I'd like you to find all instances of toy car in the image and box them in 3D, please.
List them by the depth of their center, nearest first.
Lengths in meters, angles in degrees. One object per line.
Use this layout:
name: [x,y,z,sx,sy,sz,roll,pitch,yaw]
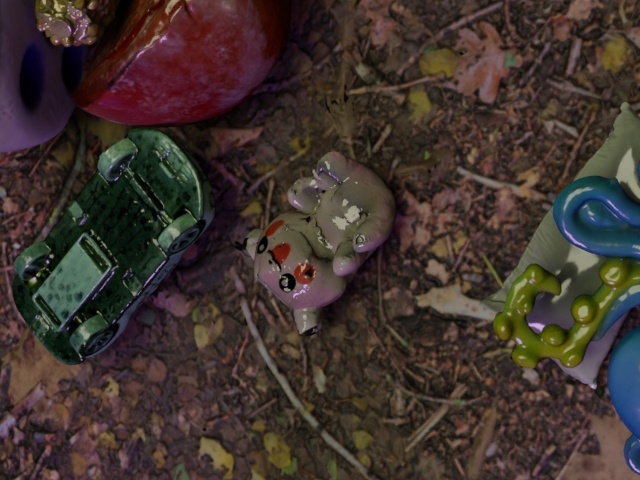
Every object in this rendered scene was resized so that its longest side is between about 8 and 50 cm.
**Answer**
toy car: [-0.222,0.004,1.773,0.136,0.125,0.306,49,115,16]

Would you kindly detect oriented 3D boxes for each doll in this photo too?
doll: [0.356,0.068,1.462,0.346,0.099,0.341,24,101,6]
doll: [0.000,0.000,1.674,0.192,0.095,0.149,-44,63,22]

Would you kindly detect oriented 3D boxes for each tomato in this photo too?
tomato: [-0.132,-0.223,1.705,0.170,0.309,0.309,30,106,-16]

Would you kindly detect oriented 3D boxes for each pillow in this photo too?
pillow: [0.282,0.009,1.529,0.144,0.078,0.254,37,106,11]

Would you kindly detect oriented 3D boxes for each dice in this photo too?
dice: [-0.422,-0.268,1.761,0.277,0.304,0.304,7,105,13]

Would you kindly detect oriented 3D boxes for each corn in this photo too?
corn: [-0.247,-0.299,1.735,0.086,0.288,0.086,6,127,8]
